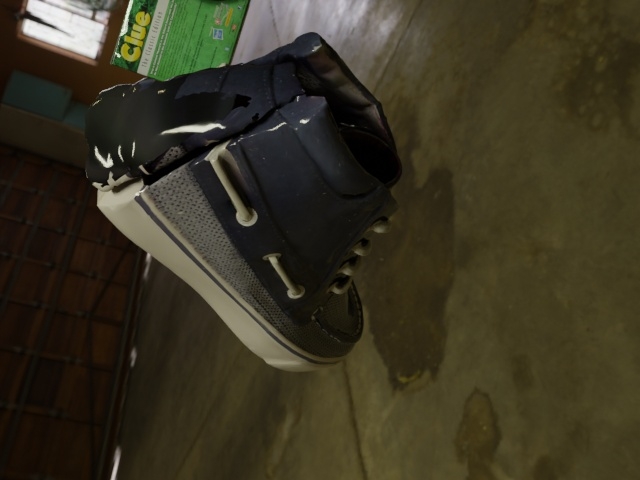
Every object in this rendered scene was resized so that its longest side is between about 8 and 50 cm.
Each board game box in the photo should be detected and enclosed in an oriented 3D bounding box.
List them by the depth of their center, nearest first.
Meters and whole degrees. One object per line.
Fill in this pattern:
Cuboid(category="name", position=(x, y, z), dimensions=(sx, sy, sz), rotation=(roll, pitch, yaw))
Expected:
Cuboid(category="board game box", position=(-0.145, -0.310, 0.787), dimensions=(0.030, 0.136, 0.259), rotation=(-116, 45, -77))

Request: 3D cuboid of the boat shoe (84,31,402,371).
Cuboid(category="boat shoe", position=(0.000, 0.000, 0.486), dimensions=(0.158, 0.340, 0.127), rotation=(-14, 58, 21))
